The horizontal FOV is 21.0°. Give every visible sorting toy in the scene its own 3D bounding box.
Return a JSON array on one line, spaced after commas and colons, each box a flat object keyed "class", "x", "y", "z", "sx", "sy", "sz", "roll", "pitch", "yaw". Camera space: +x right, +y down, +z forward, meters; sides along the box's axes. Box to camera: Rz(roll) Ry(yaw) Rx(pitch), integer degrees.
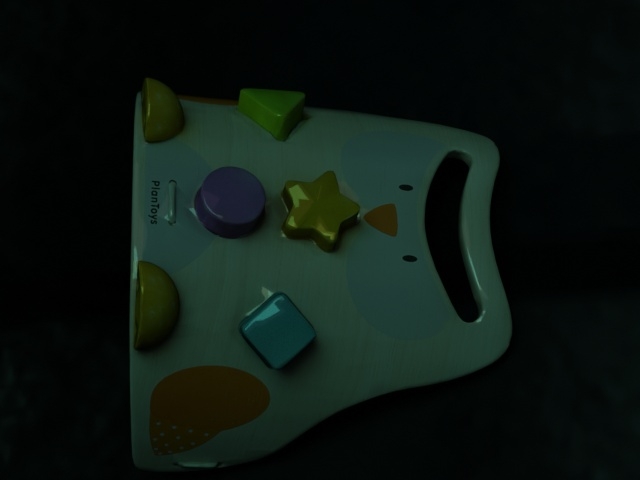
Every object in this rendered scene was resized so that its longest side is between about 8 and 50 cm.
[{"class": "sorting toy", "x": 0.000, "y": 0.000, "z": 0.346, "sx": 0.075, "sy": 0.045, "sz": 0.083, "roll": 0, "pitch": 63, "yaw": -4}]
